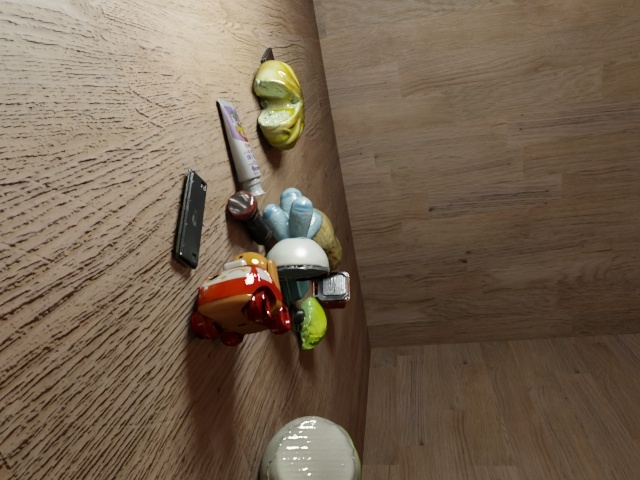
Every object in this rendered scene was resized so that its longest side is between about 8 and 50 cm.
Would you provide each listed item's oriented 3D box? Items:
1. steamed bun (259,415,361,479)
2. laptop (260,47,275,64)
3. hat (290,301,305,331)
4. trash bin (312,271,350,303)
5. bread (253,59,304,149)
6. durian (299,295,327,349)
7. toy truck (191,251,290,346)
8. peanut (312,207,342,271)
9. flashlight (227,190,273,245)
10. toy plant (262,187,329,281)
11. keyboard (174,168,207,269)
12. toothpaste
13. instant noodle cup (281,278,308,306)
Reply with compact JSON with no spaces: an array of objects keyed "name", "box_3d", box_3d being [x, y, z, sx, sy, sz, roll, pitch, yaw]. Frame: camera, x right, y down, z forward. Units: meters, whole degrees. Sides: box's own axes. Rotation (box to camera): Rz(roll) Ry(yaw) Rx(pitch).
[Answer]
[{"name":"steamed bun","box_3d":[-0.037,0.694,1.258,0.309,0.308,0.310,-6,90,-78]},{"name":"laptop","box_3d":[-0.199,-0.681,1.779,0.154,0.026,0.207,-85,164,-48]},{"name":"hat","box_3d":[-0.089,0.307,1.714,0.121,0.050,0.121,-3,90,-78]},{"name":"trash bin","box_3d":[0.055,0.266,2.168,0.239,0.184,0.162,84,5,-65]},{"name":"bread","box_3d":[-0.143,-0.516,1.630,0.333,0.159,0.334,-5,90,-79]},{"name":"durian","box_3d":[-0.040,0.359,1.818,0.139,0.101,0.250,26,50,-33]},{"name":"toy truck","box_3d":[-0.193,0.123,1.049,0.265,0.188,0.240,55,21,-65]},{"name":"peanut","box_3d":[0.000,0.000,2.004,0.387,0.169,0.192,70,6,-45]},{"name":"flashlight","box_3d":[-0.208,-0.060,1.298,0.232,0.092,0.093,69,18,-65]},{"name":"toy plant","box_3d":[-0.091,-0.031,1.492,0.247,0.246,0.333,47,36,-70]},{"name":"keyboard","box_3d":[-0.299,-0.051,0.990,0.094,0.025,0.231,58,28,-60]},{"name":"toothpaste","box_3d":[-0.242,-0.278,1.291,0.114,0.073,0.300,-50,125,-74]},{"name":"instant noodle cup","box_3d":[-0.101,0.166,1.694,0.179,0.070,0.157,-45,126,-73]}]
